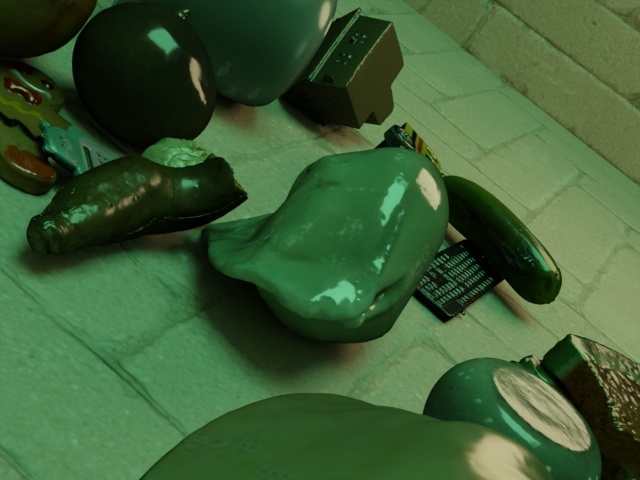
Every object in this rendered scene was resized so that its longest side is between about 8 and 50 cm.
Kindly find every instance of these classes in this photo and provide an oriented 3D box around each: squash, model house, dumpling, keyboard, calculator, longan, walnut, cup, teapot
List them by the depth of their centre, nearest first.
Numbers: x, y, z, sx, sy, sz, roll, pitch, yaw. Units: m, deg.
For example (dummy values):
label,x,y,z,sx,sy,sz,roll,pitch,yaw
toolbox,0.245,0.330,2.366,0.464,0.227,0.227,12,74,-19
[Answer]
label,x,y,z,sx,sy,sz,roll,pitch,yaw
teapot,0.188,0.213,1.087,0.193,0.129,0.294,34,20,-5
calculator,-0.244,-0.082,1.130,0.141,0.019,0.094,32,27,-47
dumpling,0.022,0.015,1.165,0.320,0.270,0.211,41,26,-72
walnut,-0.370,-0.330,1.251,0.203,0.203,0.298,13,25,-44
longan,-0.209,-0.197,1.280,0.187,0.167,0.167,59,20,-9
keyboard,0.203,0.054,1.555,0.101,0.018,0.310,42,23,13
cup,-0.152,-0.352,1.600,0.274,0.259,0.357,31,-8,-16
squash,0.261,-0.023,1.663,0.087,0.087,0.331,9,31,-48
model house,-0.006,-0.287,1.804,0.248,0.181,0.176,19,-30,28

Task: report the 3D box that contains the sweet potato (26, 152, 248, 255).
label,x,y,z,sx,sy,sz,roll,pitch,yaw
sweet potato,-0.186,-0.042,1.062,0.112,0.085,0.286,-1,7,33

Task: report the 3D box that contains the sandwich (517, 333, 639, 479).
label,x,y,z,sx,sy,sz,roll,pitch,yaw
sandwich,0.375,0.228,1.346,0.292,0.109,0.212,35,22,-4

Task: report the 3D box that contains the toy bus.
label,x,y,z,sx,sy,sz,roll,pitch,yaw
toy bus,0.096,-0.066,1.512,0.123,0.121,0.335,46,21,-10

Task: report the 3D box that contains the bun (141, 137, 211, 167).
label,x,y,z,sx,sy,sz,roll,pitch,yaw
bun,-0.153,-0.074,1.226,0.115,0.069,0.115,29,25,-15

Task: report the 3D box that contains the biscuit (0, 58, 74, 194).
label,x,y,z,sx,sy,sz,roll,pitch,yaw
biscuit,-0.333,-0.143,1.147,0.165,0.036,0.250,32,23,-14

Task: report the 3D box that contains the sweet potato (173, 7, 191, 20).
label,x,y,z,sx,sy,sz,roll,pitch,yaw
sweet potato,-0.225,-0.241,1.395,0.044,0.044,0.179,36,67,-1

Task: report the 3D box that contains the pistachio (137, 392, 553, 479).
label,x,y,z,sx,sy,sz,roll,pitch,yaw
pistachio,0.019,0.268,0.574,0.365,0.281,0.445,43,35,-7
